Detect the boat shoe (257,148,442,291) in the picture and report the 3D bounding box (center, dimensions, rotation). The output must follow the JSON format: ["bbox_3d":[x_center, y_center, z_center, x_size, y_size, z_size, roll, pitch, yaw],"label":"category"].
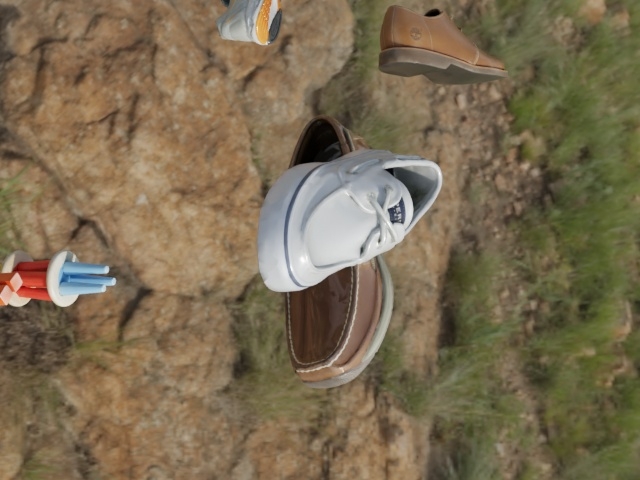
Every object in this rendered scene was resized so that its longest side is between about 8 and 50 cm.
[{"bbox_3d":[0.034,-0.029,0.727,0.258,0.084,0.095,-43,128,-57],"label":"boat shoe"}]

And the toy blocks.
[{"bbox_3d":[-0.271,0.039,0.774,0.123,0.148,0.054,-18,107,-72],"label":"toy blocks"}]

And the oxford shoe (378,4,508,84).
[{"bbox_3d":[0.143,-0.212,0.961,0.212,0.076,0.076,2,85,-50],"label":"oxford shoe"}]

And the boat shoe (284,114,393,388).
[{"bbox_3d":[0.000,0.000,0.906,0.116,0.123,0.324,48,32,-39],"label":"boat shoe"}]

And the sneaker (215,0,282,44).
[{"bbox_3d":[-0.121,-0.473,1.608,0.099,0.121,0.262,62,39,-53],"label":"sneaker"}]
